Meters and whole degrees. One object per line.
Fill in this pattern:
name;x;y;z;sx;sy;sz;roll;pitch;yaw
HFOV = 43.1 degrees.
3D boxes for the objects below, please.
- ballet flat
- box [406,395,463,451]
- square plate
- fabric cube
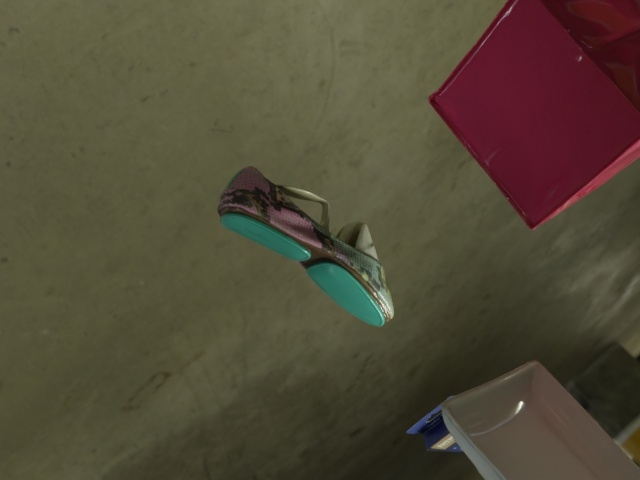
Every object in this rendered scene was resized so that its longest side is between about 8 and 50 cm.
ballet flat;0.000;0.000;0.801;0.077;0.221;0.079;-16;-136;56
box;0.266;0.304;1.325;0.225;0.036;0.136;11;138;-29
square plate;0.326;0.319;1.030;0.049;0.347;0.344;-50;156;24
fabric cube;0.365;-0.218;1.154;0.258;0.259;0.254;-28;167;-35
